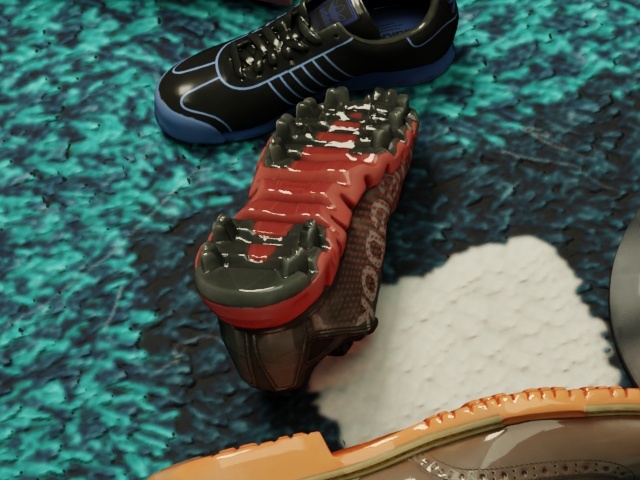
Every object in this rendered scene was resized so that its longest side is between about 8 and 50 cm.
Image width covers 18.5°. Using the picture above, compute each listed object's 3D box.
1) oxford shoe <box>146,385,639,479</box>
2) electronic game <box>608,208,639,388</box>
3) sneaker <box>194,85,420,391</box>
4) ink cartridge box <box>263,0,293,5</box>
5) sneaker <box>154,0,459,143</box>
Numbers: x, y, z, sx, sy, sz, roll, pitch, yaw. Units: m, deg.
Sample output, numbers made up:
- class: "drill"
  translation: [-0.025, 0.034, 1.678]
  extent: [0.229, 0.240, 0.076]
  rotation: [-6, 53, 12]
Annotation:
- class: "oxford shoe"
  translation: [0.080, 0.173, 1.236]
  extent: [0.363, 0.130, 0.133]
  rotation: [-12, 80, 2]
- class: "electronic game"
  translation: [0.307, 0.045, 1.315]
  extent: [0.229, 0.048, 0.229]
  rotation: [0, 68, 0]
- class: "sneaker"
  translation: [-0.001, 0.000, 1.340]
  extent: [0.097, 0.135, 0.276]
  rotation: [5, 37, 21]
- class: "ink cartridge box"
  translation: [-0.174, -0.363, 1.522]
  extent: [0.384, 0.160, 0.279]
  rotation: [10, 61, 11]
- class: "sneaker"
  translation: [-0.013, -0.141, 1.423]
  extent: [0.232, 0.090, 0.081]
  rotation: [-17, 60, -6]
